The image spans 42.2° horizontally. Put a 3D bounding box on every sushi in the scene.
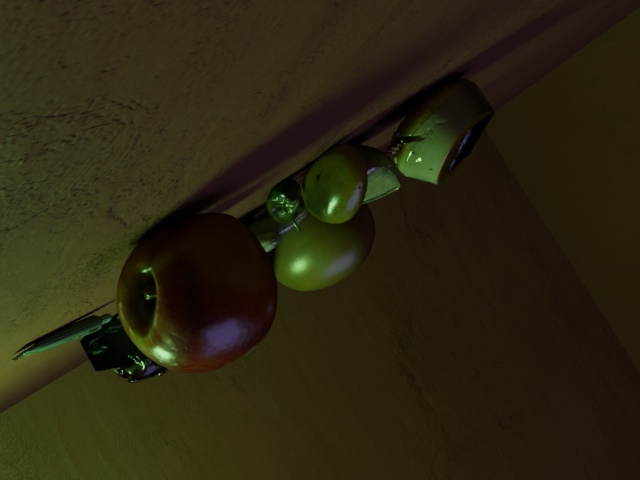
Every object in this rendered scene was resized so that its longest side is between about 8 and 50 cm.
[{"bbox_3d":[-0.504,0.293,2.374,0.215,0.212,0.227,-32,178,19],"label":"sushi"}]

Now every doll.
[{"bbox_3d":[-0.144,0.008,1.895,0.278,0.149,0.175,-39,172,-6],"label":"doll"}]

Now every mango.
[{"bbox_3d":[0.030,-0.114,1.643,0.098,0.137,0.195,-26,154,-32],"label":"mango"}]

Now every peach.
[{"bbox_3d":[-0.183,0.083,1.325,0.238,0.281,0.281,23,-140,37],"label":"peach"}]

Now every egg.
[{"bbox_3d":[0.000,0.000,2.279,0.322,0.250,0.250,-40,177,10],"label":"egg"}]

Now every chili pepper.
[{"bbox_3d":[-0.078,-0.075,1.742,0.072,0.073,0.204,-14,164,-9],"label":"chili pepper"}]

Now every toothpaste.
[{"bbox_3d":[-0.554,0.207,1.807,0.067,0.037,0.255,-26,180,37],"label":"toothpaste"}]

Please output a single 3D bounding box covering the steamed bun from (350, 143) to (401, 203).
[{"bbox_3d":[0.056,-0.139,1.808,0.212,0.110,0.231,-26,163,9],"label":"steamed bun"}]

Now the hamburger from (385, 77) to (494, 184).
[{"bbox_3d":[0.251,-0.235,1.749,0.227,0.151,0.295,-57,165,21],"label":"hamburger"}]

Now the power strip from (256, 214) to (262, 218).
[{"bbox_3d":[-0.145,-0.023,1.990,0.040,0.090,0.016,4,156,27],"label":"power strip"}]
